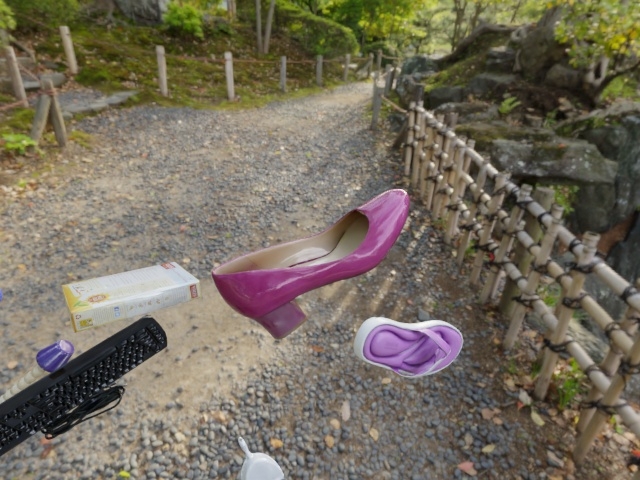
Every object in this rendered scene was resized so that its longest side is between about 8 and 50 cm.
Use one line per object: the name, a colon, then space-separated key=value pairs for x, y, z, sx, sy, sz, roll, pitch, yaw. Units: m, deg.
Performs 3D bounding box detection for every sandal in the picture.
sandal: x=0.266 y=0.308 z=1.100 sx=0.417 sy=0.169 sz=0.102 roll=12 pitch=9 yaw=-34

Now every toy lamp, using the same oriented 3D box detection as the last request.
toy lamp: x=-0.782 y=0.370 z=1.080 sx=0.275 sy=0.080 sz=0.080 roll=-38 pitch=34 yaw=2

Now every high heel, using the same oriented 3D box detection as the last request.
high heel: x=0.000 y=0.000 z=0.706 sx=0.377 sy=0.181 sz=0.127 roll=-46 pitch=35 yaw=-11

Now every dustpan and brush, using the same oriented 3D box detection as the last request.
dustpan and brush: x=-0.248 y=0.830 z=1.494 sx=0.147 sy=0.211 sz=0.060 roll=-29 pitch=5 yaw=-27

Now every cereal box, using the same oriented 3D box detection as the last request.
cereal box: x=-0.399 y=0.109 z=0.852 sx=0.240 sy=0.047 sz=0.173 roll=-12 pitch=19 yaw=-34

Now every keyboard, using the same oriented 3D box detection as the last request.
keyboard: x=-0.241 y=0.158 z=0.410 sx=0.192 sy=0.100 sz=0.038 roll=-33 pitch=62 yaw=-21

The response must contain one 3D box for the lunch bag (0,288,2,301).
lunch bag: x=-0.971 y=0.074 z=0.877 sx=0.386 sy=0.238 sz=0.328 roll=37 pitch=-2 yaw=-12
